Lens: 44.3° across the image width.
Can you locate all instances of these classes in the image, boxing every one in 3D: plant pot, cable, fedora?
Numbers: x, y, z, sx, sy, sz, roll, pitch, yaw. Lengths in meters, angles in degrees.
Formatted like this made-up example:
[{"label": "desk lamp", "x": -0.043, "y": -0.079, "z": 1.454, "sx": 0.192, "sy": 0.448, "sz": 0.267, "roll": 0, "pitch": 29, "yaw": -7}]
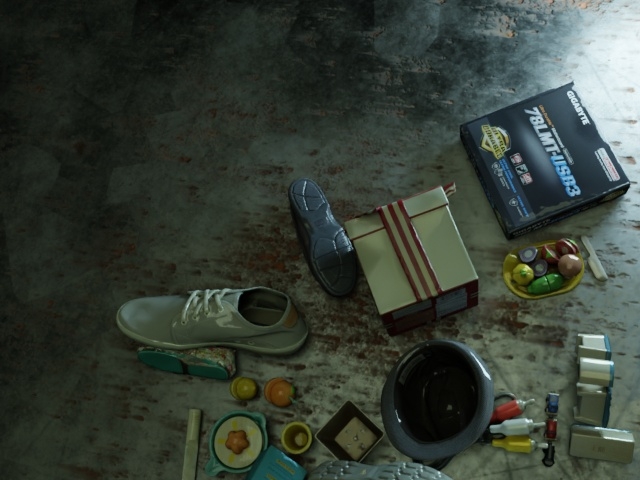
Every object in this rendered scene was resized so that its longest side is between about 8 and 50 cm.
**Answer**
[{"label": "plant pot", "x": 0.069, "y": 0.423, "z": 1.689, "sx": 0.109, "sy": 0.096, "sz": 0.109, "roll": 41, "pitch": 83, "yaw": 21}, {"label": "cable", "x": 0.325, "y": 0.401, "z": 1.659, "sx": 0.287, "sy": 0.072, "sz": 0.140, "roll": -14, "pitch": 64, "yaw": 6}, {"label": "fedora", "x": 0.256, "y": 0.346, "z": 1.641, "sx": 0.243, "sy": 0.124, "sz": 0.276, "roll": -24, "pitch": 47, "yaw": 15}]

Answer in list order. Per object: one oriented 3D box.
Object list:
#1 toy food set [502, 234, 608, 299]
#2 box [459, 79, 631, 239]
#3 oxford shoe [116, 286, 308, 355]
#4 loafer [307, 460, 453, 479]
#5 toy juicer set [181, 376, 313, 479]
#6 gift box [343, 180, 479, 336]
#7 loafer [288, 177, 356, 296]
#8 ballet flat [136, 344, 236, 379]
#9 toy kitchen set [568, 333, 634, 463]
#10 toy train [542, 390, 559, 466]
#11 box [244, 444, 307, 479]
[{"label": "toy food set", "x": 0.514, "y": 0.051, "z": 1.740, "sx": 0.217, "sy": 0.071, "sz": 0.128, "roll": -15, "pitch": 69, "yaw": 6}, {"label": "box", "x": 0.513, "y": -0.188, "z": 1.824, "sx": 0.293, "sy": 0.073, "sz": 0.296, "roll": -21, "pitch": 69, "yaw": 4}, {"label": "oxford shoe", "x": -0.251, "y": 0.166, "z": 1.797, "sx": 0.449, "sy": 0.130, "sz": 0.169, "roll": 4, "pitch": 43, "yaw": 9}, {"label": "loafer", "x": 0.122, "y": 0.502, "z": 1.542, "sx": 0.319, "sy": 0.112, "sz": 0.112, "roll": -6, "pitch": 105, "yaw": 35}, {"label": "toy juicer set", "x": -0.191, "y": 0.412, "z": 1.749, "sx": 0.328, "sy": 0.089, "sz": 0.209, "roll": -20, "pitch": 69, "yaw": 5}, {"label": "gift box", "x": 0.205, "y": 0.028, "z": 1.708, "sx": 0.255, "sy": 0.276, "sz": 0.258, "roll": -19, "pitch": 67, "yaw": -1}, {"label": "loafer", "x": 0.000, "y": 0.000, "z": 1.862, "sx": 0.109, "sy": 0.095, "sz": 0.303, "roll": -16, "pitch": 72, "yaw": -19}, {"label": "ballet flat", "x": -0.306, "y": 0.271, "z": 1.835, "sx": 0.240, "sy": 0.091, "sz": 0.077, "roll": 11, "pitch": 44, "yaw": 10}, {"label": "toy kitchen set", "x": 0.590, "y": 0.324, "z": 1.640, "sx": 0.122, "sy": 0.166, "sz": 0.207, "roll": 6, "pitch": 109, "yaw": 14}, {"label": "toy train", "x": 0.483, "y": 0.393, "z": 1.649, "sx": 0.027, "sy": 0.036, "sz": 0.158, "roll": 5, "pitch": 72, "yaw": 13}, {"label": "box", "x": -0.128, "y": 0.546, "z": 1.592, "sx": 0.100, "sy": 0.060, "sz": 0.244, "roll": 37, "pitch": 49, "yaw": -5}]
